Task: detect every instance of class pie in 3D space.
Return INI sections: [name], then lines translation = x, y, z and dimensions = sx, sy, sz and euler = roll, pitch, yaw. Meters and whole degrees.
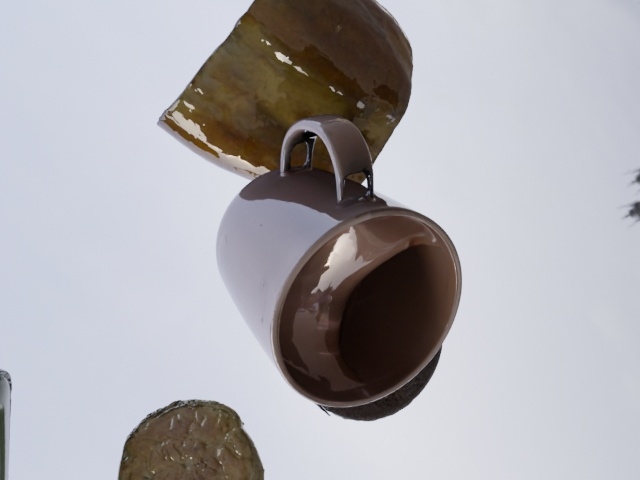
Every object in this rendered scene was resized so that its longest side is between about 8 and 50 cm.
[pie]
translation = -0.187, 0.330, 0.925
dimensions = 0.218, 0.052, 0.185
euler = 21, -98, 9

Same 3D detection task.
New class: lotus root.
[lotus root]
translation = -0.017, -0.210, 0.821
dimensions = 0.250, 0.316, 0.316
euler = 34, -134, -11

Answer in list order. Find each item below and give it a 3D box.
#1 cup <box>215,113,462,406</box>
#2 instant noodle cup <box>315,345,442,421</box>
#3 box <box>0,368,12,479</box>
[cup]
translation = 0.000, 0.000, 0.605
dimensions = 0.192, 0.200, 0.252
euler = -16, -62, -22
[instant noodle cup]
translation = 0.031, 0.123, 0.893
dimensions = 0.218, 0.207, 0.217
euler = -2, -84, -22
[box]
translation = -0.552, 0.337, 0.817
dimensions = 0.178, 0.328, 0.252
euler = 13, -158, 3
